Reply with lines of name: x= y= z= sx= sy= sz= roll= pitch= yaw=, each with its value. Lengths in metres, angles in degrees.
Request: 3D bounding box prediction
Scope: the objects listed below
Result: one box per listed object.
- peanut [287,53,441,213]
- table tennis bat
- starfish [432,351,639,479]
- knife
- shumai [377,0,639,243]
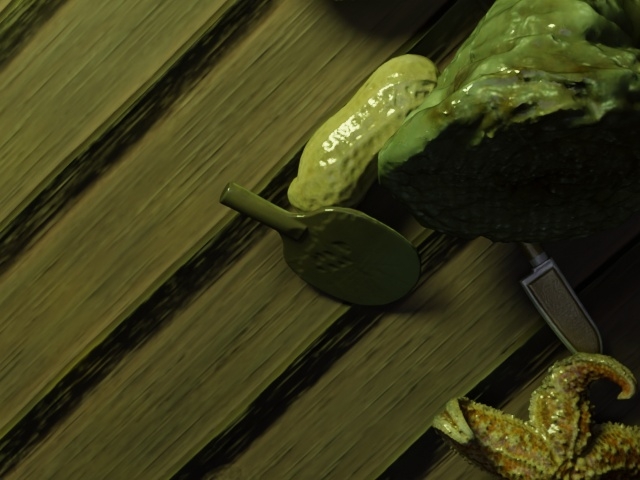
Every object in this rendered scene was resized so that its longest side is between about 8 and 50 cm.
peanut: x=0.050 y=-0.106 z=1.233 sx=0.214 sy=0.090 sz=0.098 roll=-43 pitch=122 yaw=8
table tennis bat: x=0.000 y=0.000 z=1.237 sx=0.234 sy=0.022 sz=0.131 roll=28 pitch=134 yaw=-15
starfish: x=0.256 y=0.273 z=1.264 sx=0.312 sy=0.113 sz=0.303 roll=-24 pitch=102 yaw=2
knife: x=0.243 y=0.040 z=1.276 sx=0.046 sy=0.022 sz=0.256 roll=-34 pitch=97 yaw=-5
shumai: x=0.197 y=-0.161 z=1.139 sx=0.304 sy=0.309 sz=0.263 roll=7 pitch=64 yaw=-16
